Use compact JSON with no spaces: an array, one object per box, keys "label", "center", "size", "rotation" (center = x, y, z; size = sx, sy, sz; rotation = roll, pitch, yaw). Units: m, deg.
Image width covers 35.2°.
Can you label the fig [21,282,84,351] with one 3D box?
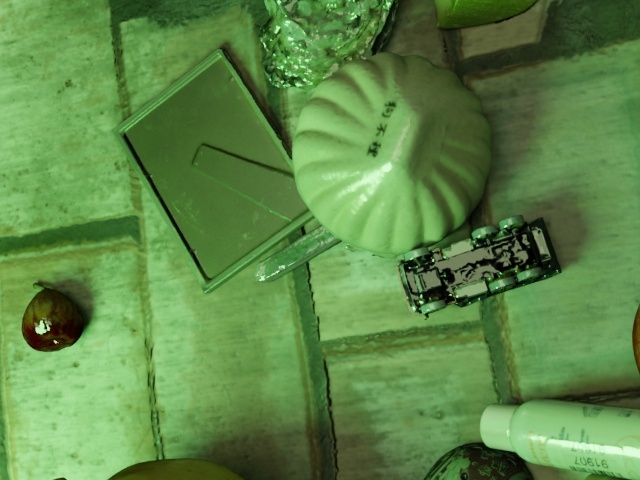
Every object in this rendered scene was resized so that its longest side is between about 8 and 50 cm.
[{"label":"fig","center":[-0.394,0.099,1.474],"size":[0.089,0.089,0.125],"rotation":[-31,53,14]}]

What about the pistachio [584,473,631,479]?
[{"label":"pistachio","center":[0.376,0.361,1.147],"size":[0.152,0.126,0.223],"rotation":[-25,72,-22]}]

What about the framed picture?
[{"label":"framed picture","center":[-0.150,-0.101,1.433],"size":[0.213,0.016,0.289],"rotation":[-36,74,12]}]

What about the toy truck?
[{"label":"toy truck","center":[0.196,0.034,1.261],"size":[0.192,0.092,0.083],"rotation":[-19,79,9]}]

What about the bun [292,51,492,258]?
[{"label":"bun","center":[0.092,-0.115,1.233],"size":[0.263,0.175,0.263],"rotation":[0,84,-2]}]

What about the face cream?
[{"label":"face cream","center":[0.306,0.228,1.166],"size":[0.269,0.082,0.081],"rotation":[-3,83,44]}]

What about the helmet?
[{"label":"helmet","center":[0.180,0.339,1.227],"size":[0.153,0.107,0.176],"rotation":[18,91,23]}]

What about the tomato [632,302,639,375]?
[{"label":"tomato","center":[0.426,0.116,1.143],"size":[0.167,0.167,0.167],"rotation":[-2,84,19]}]

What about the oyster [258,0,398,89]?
[{"label":"oyster","center":[0.011,-0.332,1.344],"size":[0.199,0.112,0.267],"rotation":[7,94,18]}]

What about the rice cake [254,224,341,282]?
[{"label":"rice cake","center":[0.000,0.000,1.356],"size":[0.207,0.047,0.036],"rotation":[-30,68,12]}]

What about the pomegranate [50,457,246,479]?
[{"label":"pomegranate","center":[-0.219,0.441,1.208],"size":[0.412,0.411,0.411],"rotation":[-2,84,19]}]

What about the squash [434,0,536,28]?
[{"label":"squash","center":[0.219,-0.383,1.294],"size":[0.184,0.085,0.191],"rotation":[-9,83,19]}]
